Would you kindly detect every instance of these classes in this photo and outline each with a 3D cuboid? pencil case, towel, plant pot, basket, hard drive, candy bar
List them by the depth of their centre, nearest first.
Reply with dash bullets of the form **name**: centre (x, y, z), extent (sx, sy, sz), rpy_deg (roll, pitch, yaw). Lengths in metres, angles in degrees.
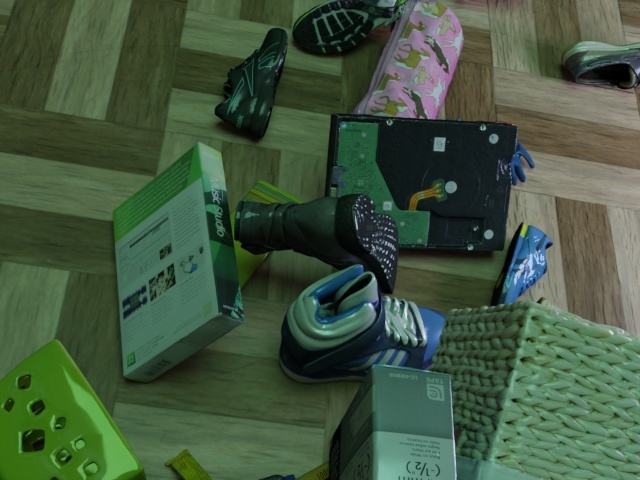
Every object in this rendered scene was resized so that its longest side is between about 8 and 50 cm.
- **plant pot**: centre (-0.379, 0.309, 1.319), extent (0.207, 0.227, 0.228), rpy_deg (-32, 70, -23)
- **basket**: centre (0.332, 0.256, 1.399), extent (0.331, 0.328, 0.266), rpy_deg (16, 80, -12)
- **candy bar**: centre (-0.172, 0.359, 1.418), extent (0.040, 0.018, 0.161), rpy_deg (-27, 41, -27)
- **towel**: centre (-0.127, -0.008, 1.718), extent (0.102, 0.021, 0.237), rpy_deg (27, 55, 12)
- **hard drive**: centre (0.177, -0.103, 1.744), extent (0.338, 0.237, 0.064), rpy_deg (1, 12, -14)
- **pencil case**: centre (0.165, -0.302, 1.904), extent (0.167, 0.160, 0.386), rpy_deg (20, 55, 3)

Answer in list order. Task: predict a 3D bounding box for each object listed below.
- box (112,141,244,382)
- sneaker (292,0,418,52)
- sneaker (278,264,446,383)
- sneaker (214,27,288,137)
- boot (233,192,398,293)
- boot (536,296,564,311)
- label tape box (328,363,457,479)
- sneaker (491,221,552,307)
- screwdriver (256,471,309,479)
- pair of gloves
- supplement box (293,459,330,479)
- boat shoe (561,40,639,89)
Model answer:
- **box**: centre (-0.233, 0.034, 1.540), extent (0.058, 0.232, 0.322), rpy_deg (22, 46, -43)
- **sneaker**: centre (0.070, -0.484, 2.046), extent (0.300, 0.111, 0.121), rpy_deg (-26, 26, -15)
- **sneaker**: centre (0.096, 0.128, 1.545), extent (0.322, 0.236, 0.130), rpy_deg (-6, 58, -17)
- **sneaker**: centre (-0.128, -0.322, 1.880), extent (0.106, 0.101, 0.267), rpy_deg (14, 54, -2)
- **boot**: centre (0.000, 0.000, 1.613), extent (0.222, 0.338, 0.118), rpy_deg (-1, 67, 19)
- **boot**: centre (0.421, 0.241, 1.643), extent (0.203, 0.095, 0.262), rpy_deg (27, 52, 3)
- **label tape box**: centre (0.083, 0.367, 1.211), extent (0.115, 0.249, 0.348), rpy_deg (10, 55, -8)
- **sneaker**: centre (0.373, 0.058, 1.767), extent (0.082, 0.069, 0.209), rpy_deg (28, 54, 1)
- **screwdriver**: centre (-0.027, 0.360, 1.488), extent (0.169, 0.025, 0.024), rpy_deg (-12, 60, -20)
- **pair of gloves**: centre (0.332, -0.179, 1.946), extent (0.198, 0.023, 0.159), rpy_deg (5, 57, -10)
- **supplement box**: centre (0.006, 0.440, 1.377), extent (0.191, 0.129, 0.194), rpy_deg (-23, 65, -26)
- **boat shoe**: centre (0.672, -0.377, 2.122), extent (0.285, 0.103, 0.092), rpy_deg (2, 61, -9)
